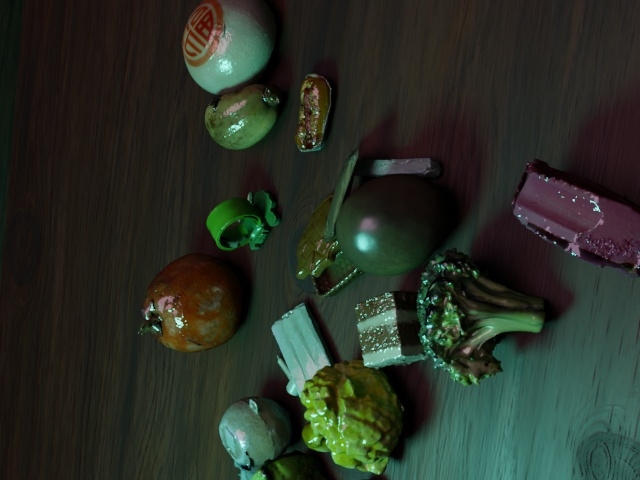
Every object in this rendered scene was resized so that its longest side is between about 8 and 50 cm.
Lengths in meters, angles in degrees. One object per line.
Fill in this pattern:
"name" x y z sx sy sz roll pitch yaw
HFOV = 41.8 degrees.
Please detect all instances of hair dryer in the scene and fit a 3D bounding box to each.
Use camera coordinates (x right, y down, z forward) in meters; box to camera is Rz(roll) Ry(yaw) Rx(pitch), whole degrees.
"hair dryer" -0.077 0.328 2.117 0.124 0.038 0.063 49 121 43

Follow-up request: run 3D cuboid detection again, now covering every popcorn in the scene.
"popcorn" 0.072 0.397 1.846 0.237 0.206 0.251 -4 104 30

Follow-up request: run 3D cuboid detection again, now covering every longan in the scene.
"longan" 0.144 -0.033 1.765 0.246 0.246 0.215 3 105 46

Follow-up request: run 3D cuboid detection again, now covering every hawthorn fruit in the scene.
"hawthorn fruit" -0.359 0.182 2.219 0.276 0.307 0.276 11 108 36

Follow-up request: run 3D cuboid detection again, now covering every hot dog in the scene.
"hot dog" -0.018 -0.310 2.041 0.108 0.059 0.191 15 102 49

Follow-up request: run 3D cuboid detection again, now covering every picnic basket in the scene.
"picnic basket" 0.055 0.053 1.960 0.193 0.055 0.110 -40 57 36

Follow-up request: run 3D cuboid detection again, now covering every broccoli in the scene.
"broccoli" 0.305 0.137 1.605 0.243 0.247 0.263 2 49 15

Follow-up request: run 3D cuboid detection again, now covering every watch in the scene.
"watch" -0.209 -0.059 2.168 0.165 0.152 0.131 -54 52 33

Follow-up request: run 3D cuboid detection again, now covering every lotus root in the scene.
"lotus root" -0.207 -0.319 2.161 0.257 0.154 0.140 -28 38 38

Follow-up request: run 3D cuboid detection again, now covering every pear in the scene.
"pear" -0.075 0.672 2.026 0.238 0.164 0.255 48 128 23

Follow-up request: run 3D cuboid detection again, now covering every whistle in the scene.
"whistle" -0.160 0.526 2.136 0.189 0.189 0.347 39 137 39

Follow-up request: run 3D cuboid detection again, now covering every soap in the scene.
"soap" 0.457 -0.043 1.459 0.289 0.182 0.112 35 110 40

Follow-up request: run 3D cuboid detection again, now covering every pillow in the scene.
"pillow" 0.046 -0.101 1.878 0.130 0.033 0.217 172 114 -79

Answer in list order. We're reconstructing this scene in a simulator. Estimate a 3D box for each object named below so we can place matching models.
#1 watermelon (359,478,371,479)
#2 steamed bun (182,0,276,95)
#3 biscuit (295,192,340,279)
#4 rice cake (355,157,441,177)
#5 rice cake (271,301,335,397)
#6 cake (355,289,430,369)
"watermelon" 0.100 0.595 1.898 0.078 0.078 0.110 19 103 44
"steamed bun" -0.254 -0.522 2.179 0.283 0.177 0.283 -12 74 46
"biscuit" -0.002 -0.001 1.974 0.215 0.034 0.182 -59 28 10
"rice cake" 0.163 -0.160 1.858 0.245 0.045 0.042 4 83 47
"rice cake" -0.040 0.266 2.049 0.124 0.038 0.211 -38 62 15
"cake" 0.164 0.191 1.790 0.134 0.135 0.147 -28 65 43
